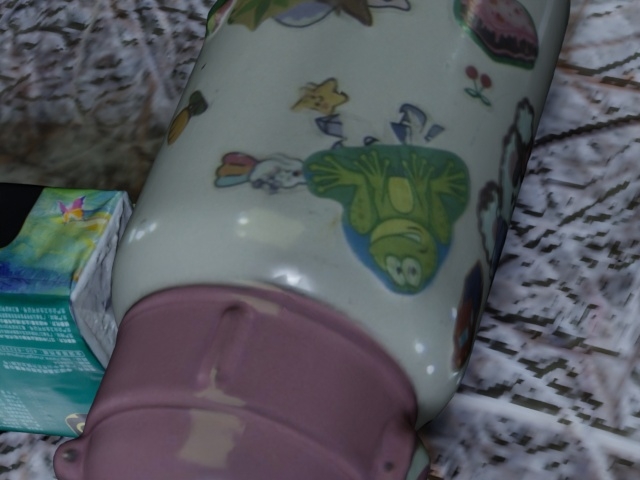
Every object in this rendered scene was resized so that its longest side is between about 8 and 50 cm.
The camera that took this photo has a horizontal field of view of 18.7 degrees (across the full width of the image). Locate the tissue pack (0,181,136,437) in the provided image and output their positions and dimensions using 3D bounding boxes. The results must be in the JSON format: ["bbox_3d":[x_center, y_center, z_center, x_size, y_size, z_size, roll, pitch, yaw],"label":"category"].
[{"bbox_3d":[-0.106,0.015,0.668,0.111,0.085,0.079,3,52,24],"label":"tissue pack"}]

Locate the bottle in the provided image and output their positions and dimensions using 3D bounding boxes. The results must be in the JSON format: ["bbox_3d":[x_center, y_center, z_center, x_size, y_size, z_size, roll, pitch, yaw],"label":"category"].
[{"bbox_3d":[0.000,0.000,0.621,0.120,0.120,0.253,2,54,22],"label":"bottle"}]
